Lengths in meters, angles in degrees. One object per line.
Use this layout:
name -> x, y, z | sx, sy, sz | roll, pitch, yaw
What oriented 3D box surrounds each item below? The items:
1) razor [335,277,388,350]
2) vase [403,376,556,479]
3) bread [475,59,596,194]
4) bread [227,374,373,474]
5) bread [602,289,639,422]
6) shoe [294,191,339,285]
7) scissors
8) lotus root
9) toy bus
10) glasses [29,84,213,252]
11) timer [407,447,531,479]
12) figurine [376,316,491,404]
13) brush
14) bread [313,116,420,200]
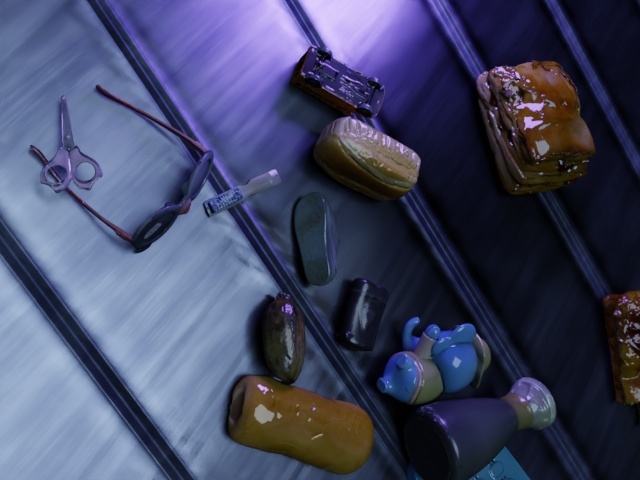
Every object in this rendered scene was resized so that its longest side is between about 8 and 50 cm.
razor -> 0.090, 0.159, 1.375 | 0.090, 0.054, 0.147 | 24, 73, -24
vase -> 0.352, 0.397, 1.392 | 0.321, 0.173, 0.173 | -12, 89, -28
bread -> 0.554, -0.287, 1.624 | 0.278, 0.167, 0.324 | -10, 89, -29
bread -> -0.031, 0.361, 1.265 | 0.305, 0.091, 0.141 | 24, 67, -24
bread -> 0.861, 0.322, 1.742 | 0.185, 0.109, 0.380 | -7, 88, -30
shoe -> 0.000, 0.000, 1.351 | 0.078, 0.079, 0.195 | 18, 62, -62
scissors -> -0.432, -0.168, 1.114 | 0.100, 0.015, 0.188 | -8, 72, -13
lotus root -> -0.073, 0.190, 1.262 | 0.089, 0.081, 0.179 | 29, 56, -58
toy bus -> 0.039, -0.332, 1.398 | 0.195, 0.088, 0.083 | 26, 72, -21
glasses -> -0.350, -0.136, 1.191 | 0.268, 0.118, 0.234 | 36, 68, 2
timer -> 0.335, 0.535, 1.439 | 0.232, 0.091, 0.249 | -35, 94, -27
figurine -> 0.249, 0.259, 1.395 | 0.262, 0.154, 0.179 | 3, 92, -32
brush -> -0.151, -0.099, 1.297 | 0.179, 0.030, 0.033 | -30, 88, -28
bread -> 0.100, -0.165, 1.377 | 0.236, 0.140, 0.106 | 24, 69, -23
